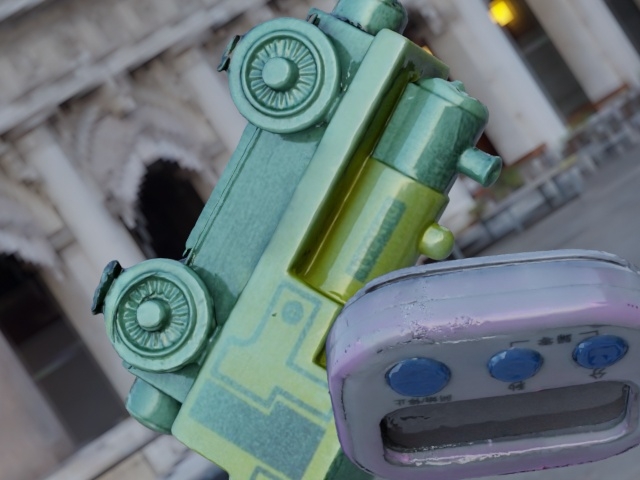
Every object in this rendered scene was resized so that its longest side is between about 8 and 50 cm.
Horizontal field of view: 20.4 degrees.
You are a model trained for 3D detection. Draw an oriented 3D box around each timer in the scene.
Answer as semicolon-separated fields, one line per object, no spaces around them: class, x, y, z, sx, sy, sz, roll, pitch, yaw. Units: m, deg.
timer;0.108;0.079;1.084;0.208;0.069;0.191;-8;-35;2

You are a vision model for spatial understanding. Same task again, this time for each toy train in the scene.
toy train;0.000;0.000;1.294;0.369;0.237;0.150;-63;-21;5
